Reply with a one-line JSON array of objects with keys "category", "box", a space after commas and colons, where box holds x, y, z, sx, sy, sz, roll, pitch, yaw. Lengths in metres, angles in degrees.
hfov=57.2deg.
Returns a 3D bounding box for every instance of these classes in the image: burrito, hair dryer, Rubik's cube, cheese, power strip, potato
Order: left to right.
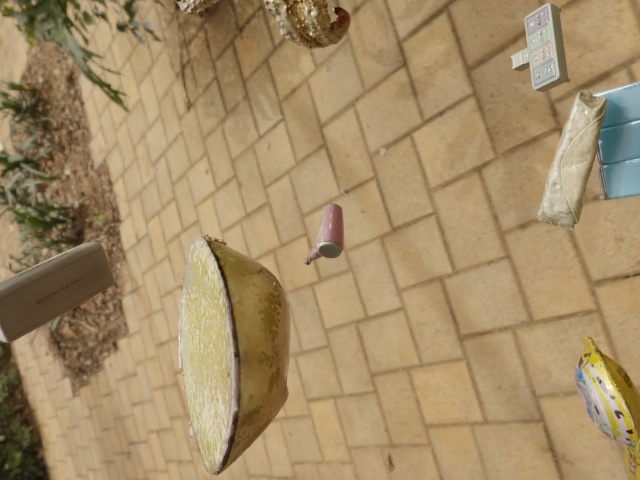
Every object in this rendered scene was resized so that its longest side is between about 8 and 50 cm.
[{"category": "potato", "box": [-0.100, 0.135, 0.722, 0.239, 0.115, 0.299, -69, 29, 26]}, {"category": "hair dryer", "box": [-0.002, 0.007, 1.193, 0.154, 0.053, 0.106, -50, 28, 46]}, {"category": "power strip", "box": [0.582, -0.501, 1.570, 0.145, 0.061, 0.216, -16, 73, 57]}, {"category": "burrito", "box": [0.500, -0.153, 1.157, 0.082, 0.059, 0.276, 16, 112, 17]}, {"category": "cheese", "box": [0.414, 0.252, 0.806, 0.064, 0.156, 0.250, -24, 83, 10]}, {"category": "Rubik's cube", "box": [0.699, -0.223, 1.178, 0.231, 0.221, 0.225, -10, 96, 47]}]

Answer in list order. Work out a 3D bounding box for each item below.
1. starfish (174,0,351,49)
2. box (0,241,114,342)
[{"category": "starfish", "box": [-0.042, -0.373, 0.653, 0.113, 0.311, 0.304, -111, 41, -63]}, {"category": "box", "box": [-0.515, 0.093, 1.122, 0.055, 0.243, 0.104, 3, 115, 35]}]
